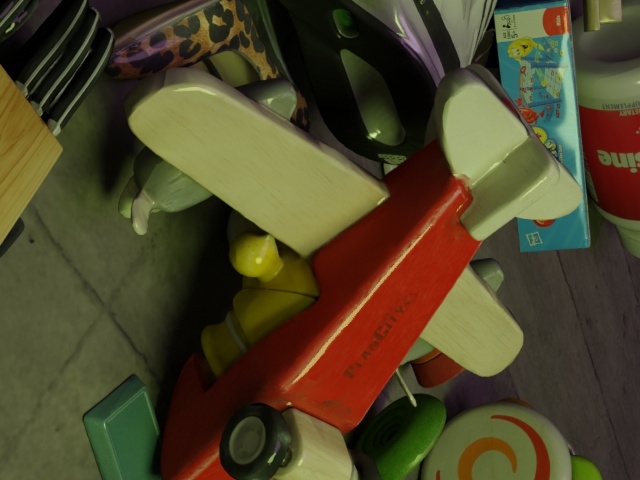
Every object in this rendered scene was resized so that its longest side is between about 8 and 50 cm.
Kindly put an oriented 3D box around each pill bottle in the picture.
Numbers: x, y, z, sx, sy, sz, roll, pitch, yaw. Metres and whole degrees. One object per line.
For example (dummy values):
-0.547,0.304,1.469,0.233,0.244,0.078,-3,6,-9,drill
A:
0.521,-0.164,1.731,0.229,0.229,0.407,-61,139,-35,pill bottle

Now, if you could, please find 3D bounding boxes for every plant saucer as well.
-0.143,0.209,0.904,0.067,0.018,0.192,-41,125,-50,plant saucer

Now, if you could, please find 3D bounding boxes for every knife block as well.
-0.226,-0.047,0.685,0.242,0.088,0.275,-10,100,-57,knife block

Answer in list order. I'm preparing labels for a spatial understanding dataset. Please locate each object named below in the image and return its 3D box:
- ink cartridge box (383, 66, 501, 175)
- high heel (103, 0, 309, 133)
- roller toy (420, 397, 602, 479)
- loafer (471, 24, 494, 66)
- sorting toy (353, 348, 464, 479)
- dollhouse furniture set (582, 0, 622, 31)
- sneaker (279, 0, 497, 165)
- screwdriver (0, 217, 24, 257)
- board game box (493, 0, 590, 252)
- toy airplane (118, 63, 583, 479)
0.151,-0.113,1.285,0.191,0.082,0.139,-39,124,-53,ink cartridge box
-0.083,-0.108,0.897,0.261,0.093,0.186,-43,121,-59,high heel
0.231,0.307,1.347,0.191,0.209,0.146,-44,139,-1,roller toy
0.112,-0.232,1.183,0.220,0.080,0.078,7,114,-51,loafer
0.059,0.165,1.176,0.126,0.127,0.365,46,52,-13,sorting toy
0.220,-0.402,1.229,0.303,0.174,0.355,-47,132,-80,dollhouse furniture set
0.056,-0.306,0.951,0.257,0.169,0.447,-63,150,-34,sneaker
-0.256,0.040,0.719,0.170,0.025,0.024,-51,134,-32,screwdriver
0.287,-0.181,1.405,0.308,0.086,0.301,-62,144,-66,board game box
0.020,0.007,0.910,0.384,0.272,0.386,-18,123,-27,toy airplane
